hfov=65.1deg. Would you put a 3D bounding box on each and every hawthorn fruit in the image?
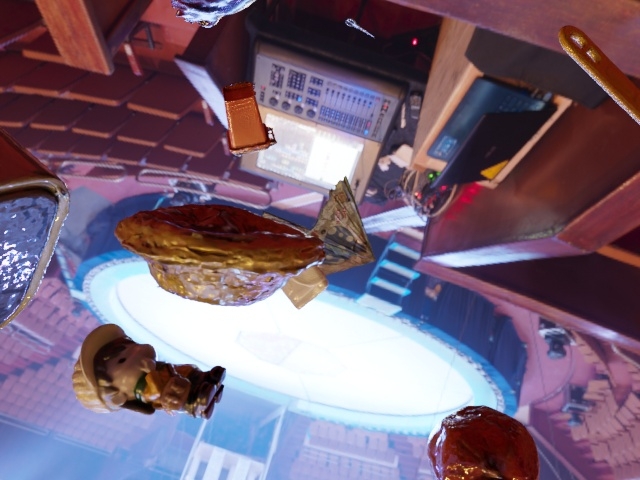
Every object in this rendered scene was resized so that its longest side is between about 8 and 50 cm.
[{"bbox_3d":[0.246,0.335,0.774,0.173,0.173,0.179,-9,155,41],"label":"hawthorn fruit"}]

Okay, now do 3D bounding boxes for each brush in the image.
[{"bbox_3d":[0.317,-0.099,0.465,0.272,0.103,0.013,46,145,-1],"label":"brush"}]

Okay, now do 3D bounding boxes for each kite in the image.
[{"bbox_3d":[0.000,0.000,1.408,0.368,0.014,0.406,22,114,-20],"label":"kite"}]

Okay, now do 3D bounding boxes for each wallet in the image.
[{"bbox_3d":[-0.071,0.081,1.310,0.124,0.032,0.183,-42,78,18],"label":"wallet"}]

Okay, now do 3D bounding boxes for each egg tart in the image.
[{"bbox_3d":[-0.216,0.034,1.080,0.443,0.178,0.443,9,-169,-2],"label":"egg tart"}]

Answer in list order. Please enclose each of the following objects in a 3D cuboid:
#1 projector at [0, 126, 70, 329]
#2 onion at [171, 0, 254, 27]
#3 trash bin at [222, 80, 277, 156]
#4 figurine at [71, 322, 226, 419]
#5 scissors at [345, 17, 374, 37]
[{"bbox_3d":[-0.439,-0.027,0.468,0.249,0.248,0.248,40,118,6],"label":"projector"},{"bbox_3d":[-0.113,-0.480,0.831,0.146,0.314,0.280,31,157,3],"label":"onion"},{"bbox_3d":[-0.270,-0.455,1.869,0.185,0.161,0.238,-11,136,-7],"label":"trash bin"},{"bbox_3d":[-0.393,0.325,1.133,0.332,0.185,0.204,26,112,2],"label":"figurine"},{"bbox_3d":[0.101,-0.535,1.264,0.083,0.006,0.036,25,177,-15],"label":"scissors"}]
